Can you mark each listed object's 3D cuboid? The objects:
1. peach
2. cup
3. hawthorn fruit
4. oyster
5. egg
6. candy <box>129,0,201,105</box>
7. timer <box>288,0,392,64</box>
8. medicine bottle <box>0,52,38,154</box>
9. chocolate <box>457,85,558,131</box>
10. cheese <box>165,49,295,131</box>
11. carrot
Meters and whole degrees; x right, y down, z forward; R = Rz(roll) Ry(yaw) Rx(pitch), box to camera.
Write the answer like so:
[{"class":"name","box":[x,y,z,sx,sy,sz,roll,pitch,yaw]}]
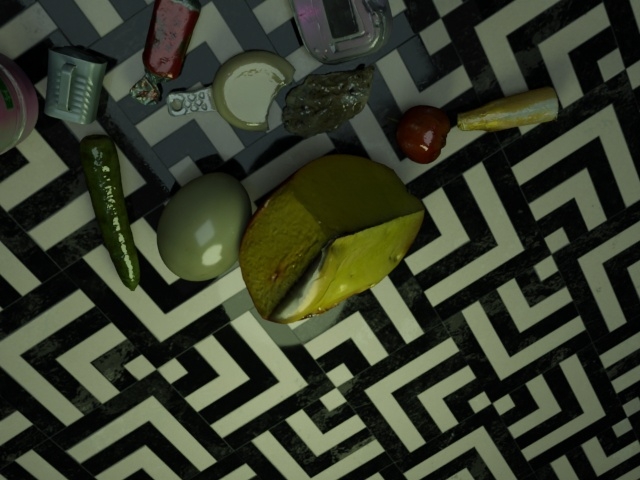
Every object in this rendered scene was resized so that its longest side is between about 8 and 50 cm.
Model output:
[{"class":"peach","box":[0.000,0.000,1.123,0.380,0.242,0.306,-27,151,-35]},{"class":"cup","box":[-0.468,-0.294,1.009,0.095,0.128,0.130,12,111,-16]},{"class":"hawthorn fruit","box":[0.218,-0.234,1.151,0.140,0.125,0.125,26,105,-20]},{"class":"oyster","box":[0.018,-0.285,1.125,0.208,0.072,0.133,-11,110,-3]},{"class":"egg","box":[-0.240,-0.028,1.119,0.185,0.186,0.242,31,101,-19]},{"class":"candy","box":[-0.295,-0.399,1.034,0.086,0.059,0.292,18,108,-17]},{"class":"timer","box":[0.033,-0.449,1.017,0.190,0.069,0.209,-4,117,35]},{"class":"medicine bottle","box":[-0.639,-0.222,0.902,0.211,0.325,0.212,-3,111,-7]},{"class":"chocolate","box":[0.413,-0.287,1.192,0.219,0.086,0.086,-10,113,-1]},{"class":"cheese","box":[-0.182,-0.313,1.080,0.248,0.071,0.164,9,110,-12]},{"class":"carrot","box":[-0.444,-0.049,1.143,0.074,0.074,0.359,-7,115,-7]}]
